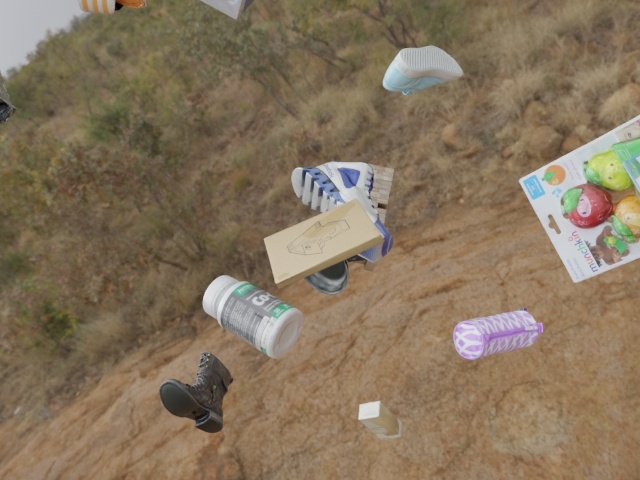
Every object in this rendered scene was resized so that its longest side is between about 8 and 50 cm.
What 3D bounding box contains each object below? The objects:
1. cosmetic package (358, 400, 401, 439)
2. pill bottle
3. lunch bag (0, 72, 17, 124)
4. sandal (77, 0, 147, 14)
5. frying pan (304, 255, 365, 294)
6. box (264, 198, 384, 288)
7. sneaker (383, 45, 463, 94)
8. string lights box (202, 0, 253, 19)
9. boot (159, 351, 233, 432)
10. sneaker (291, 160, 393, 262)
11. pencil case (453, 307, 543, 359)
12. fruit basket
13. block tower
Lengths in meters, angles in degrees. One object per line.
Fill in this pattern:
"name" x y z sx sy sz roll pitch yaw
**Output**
"cosmetic package" 0.147 0.441 1.252 0.060 0.115 0.041 -21 37 29
"pill bottle" -0.262 0.281 1.954 0.361 0.204 0.204 24 66 26
"lunch bag" -0.864 -0.377 1.160 0.169 0.287 0.235 -50 53 16
"sandal" -0.494 -0.512 1.050 0.102 0.265 0.076 171 115 -81
"frying pan" 0.035 0.034 1.451 0.053 0.197 0.326 -34 -11 -43
"box" 0.000 0.000 0.944 0.201 0.021 0.164 -23 30 -1
"sneaker" 0.350 -0.584 1.792 0.150 0.365 0.135 -41 68 46
"string lights box" -0.238 -0.751 1.466 0.077 0.133 0.260 -57 8 50
"boot" -0.364 0.426 1.533 0.091 0.263 0.229 -26 33 16
"sneaker" 0.092 -0.111 1.302 0.182 0.127 0.315 -32 64 -29
"pencil case" 0.377 0.199 1.084 0.088 0.206 0.087 -4 91 57
"fruit basket" 0.750 -0.104 1.322 0.353 0.327 0.165 -28 -11 24
"block tower" 0.151 -0.081 1.556 0.097 0.091 0.336 12 62 1
